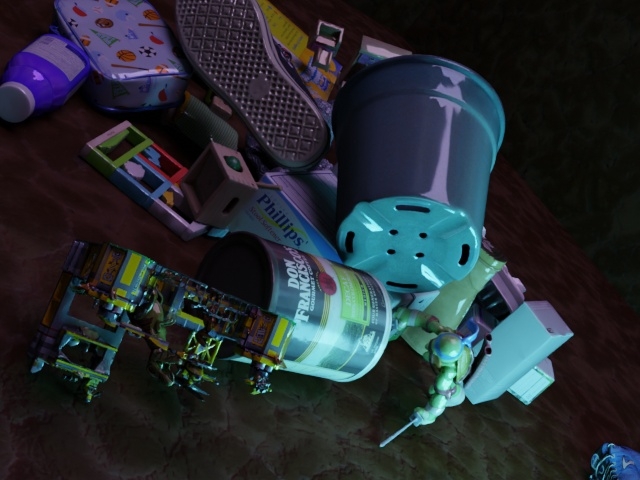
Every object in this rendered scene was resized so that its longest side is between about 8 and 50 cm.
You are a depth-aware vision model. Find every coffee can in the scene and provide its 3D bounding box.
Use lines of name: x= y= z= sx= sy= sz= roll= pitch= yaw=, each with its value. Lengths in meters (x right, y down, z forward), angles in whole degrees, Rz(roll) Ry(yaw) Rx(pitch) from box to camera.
coffee can: x=-0.047 y=0.114 z=1.485 sx=0.275 sy=0.201 sz=0.201 roll=19 pitch=31 yaw=-43

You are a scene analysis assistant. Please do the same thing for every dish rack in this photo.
dish rack: x=0.383 y=0.071 z=2.160 sx=0.285 sy=0.072 sz=0.333 roll=58 pitch=-4 yaw=9

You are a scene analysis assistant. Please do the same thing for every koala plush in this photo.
koala plush: x=-0.045 y=-0.240 z=2.037 sx=0.196 sy=0.221 sz=0.203 roll=-16 pitch=68 yaw=-49

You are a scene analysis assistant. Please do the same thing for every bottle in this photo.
bottle: x=-0.506 y=-0.289 z=1.632 sx=0.118 sy=0.092 sz=0.283 roll=30 pitch=25 yaw=-12

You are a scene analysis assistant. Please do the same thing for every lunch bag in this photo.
lunch bag: x=-0.423 y=-0.392 z=1.880 sx=0.243 sy=0.115 sz=0.303 roll=-15 pitch=54 yaw=-36

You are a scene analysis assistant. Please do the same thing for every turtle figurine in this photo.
turtle figurine: x=0.179 y=0.234 z=1.686 sx=0.198 sy=0.275 sz=0.266 roll=49 pitch=-1 yaw=23

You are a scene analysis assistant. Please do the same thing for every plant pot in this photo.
plant pot: x=0.168 y=-0.107 z=1.670 sx=0.341 sy=0.341 sz=0.334 roll=32 pitch=43 yaw=-21

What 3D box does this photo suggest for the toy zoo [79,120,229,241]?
toy zoo: x=-0.294 y=-0.102 z=1.708 sx=0.293 sy=0.030 sz=0.192 roll=39 pitch=23 yaw=-5

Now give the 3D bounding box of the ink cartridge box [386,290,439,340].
ink cartridge box: x=0.120 y=0.130 z=1.782 sx=0.087 sy=0.153 sz=0.208 roll=50 pitch=26 yaw=20

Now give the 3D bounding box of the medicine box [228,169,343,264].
medicine box: x=0.000 y=0.000 z=1.831 sx=0.263 sy=0.149 sz=0.289 roll=48 pitch=24 yaw=16

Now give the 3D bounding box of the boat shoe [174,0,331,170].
boat shoe: x=-0.142 y=-0.344 z=1.876 sx=0.500 sy=0.187 sz=0.156 roll=56 pitch=1 yaw=13

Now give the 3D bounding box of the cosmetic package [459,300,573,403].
cosmetic package: x=0.402 y=0.236 z=1.919 sx=0.127 sy=0.238 sz=0.107 roll=6 pitch=41 yaw=-55

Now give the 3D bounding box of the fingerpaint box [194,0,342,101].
fingerpaint box: x=-0.150 y=-0.474 z=2.422 sx=0.371 sy=0.163 sz=0.445 roll=39 pitch=24 yaw=-11

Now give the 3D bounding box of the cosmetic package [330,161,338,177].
cosmetic package: x=0.167 y=-0.097 z=2.189 sx=0.385 sy=0.217 sz=0.156 roll=3 pitch=43 yaw=-52

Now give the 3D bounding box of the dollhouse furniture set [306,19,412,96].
dollhouse furniture set: x=0.069 y=-0.343 z=2.302 sx=0.286 sy=0.198 sz=0.303 roll=17 pitch=65 yaw=-13

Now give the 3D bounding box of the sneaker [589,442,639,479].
sneaker: x=0.639 y=0.527 z=1.954 sx=0.147 sy=0.129 sz=0.330 roll=34 pitch=16 yaw=20

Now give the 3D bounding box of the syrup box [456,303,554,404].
syrup box: x=0.415 y=0.260 z=2.082 sx=0.237 sy=0.093 sz=0.096 roll=37 pitch=23 yaw=-8

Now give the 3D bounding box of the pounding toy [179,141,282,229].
pounding toy: x=-0.167 y=-0.102 z=1.682 sx=0.100 sy=0.141 sz=0.130 roll=19 pitch=31 yaw=-43

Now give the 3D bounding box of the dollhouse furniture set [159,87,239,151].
dollhouse furniture set: x=-0.238 y=-0.331 z=2.049 sx=0.198 sy=0.151 sz=0.301 roll=32 pitch=25 yaw=-21

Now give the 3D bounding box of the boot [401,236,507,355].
boot: x=0.230 y=0.075 z=1.905 sx=0.089 sy=0.269 sz=0.236 roll=-1 pitch=42 yaw=-53

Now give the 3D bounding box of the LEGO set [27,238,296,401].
LEGO set: x=-0.213 y=0.137 z=1.157 sx=0.331 sy=0.192 sz=0.255 roll=28 pitch=-11 yaw=-39
